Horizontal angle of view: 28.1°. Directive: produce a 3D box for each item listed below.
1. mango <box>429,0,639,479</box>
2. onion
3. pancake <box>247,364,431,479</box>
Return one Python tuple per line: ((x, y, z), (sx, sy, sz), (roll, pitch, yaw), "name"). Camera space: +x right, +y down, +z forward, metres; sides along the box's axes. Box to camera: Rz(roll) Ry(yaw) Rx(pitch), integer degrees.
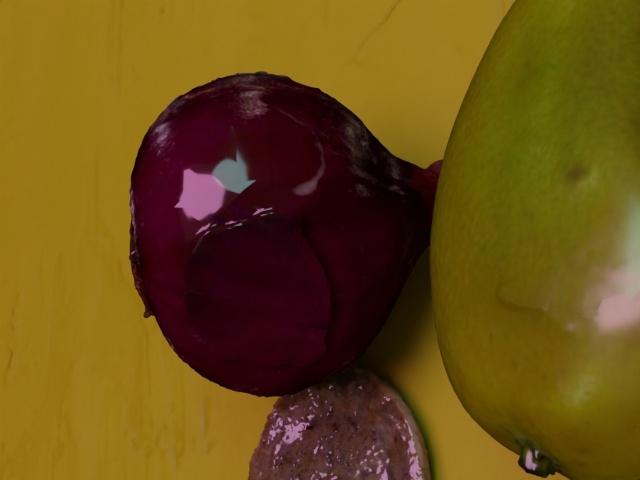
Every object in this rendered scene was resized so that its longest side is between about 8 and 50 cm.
((0.138, -0.009, 0.620), (0.185, 0.149, 0.273), (-34, 49, 37), "mango")
((0.000, 0.000, 0.733), (0.218, 0.195, 0.140), (-6, 33, -1), "onion")
((0.004, 0.148, 0.769), (0.151, 0.025, 0.152), (-14, 68, 37), "pancake")
